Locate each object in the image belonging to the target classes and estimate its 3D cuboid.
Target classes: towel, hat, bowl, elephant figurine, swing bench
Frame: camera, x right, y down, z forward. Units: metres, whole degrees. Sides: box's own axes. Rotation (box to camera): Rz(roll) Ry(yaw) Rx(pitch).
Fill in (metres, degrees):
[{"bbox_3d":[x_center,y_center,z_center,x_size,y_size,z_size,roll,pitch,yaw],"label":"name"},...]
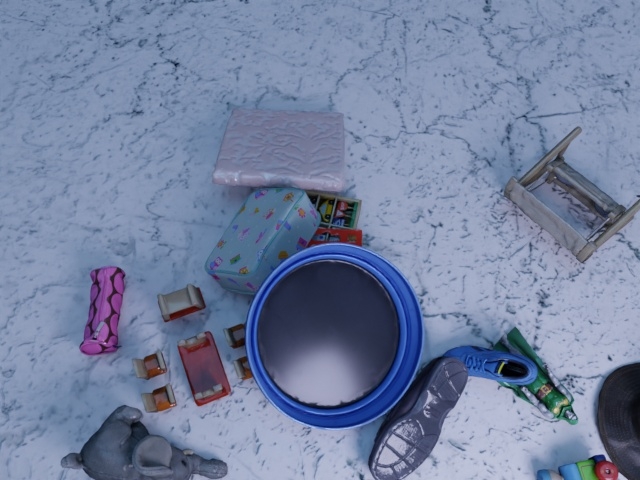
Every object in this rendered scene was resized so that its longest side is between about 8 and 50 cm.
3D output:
[{"bbox_3d":[-0.100,-0.246,1.526,0.332,0.053,0.317,3,45,1],"label":"towel"},{"bbox_3d":[0.761,0.384,1.173,0.331,0.134,0.331,0,62,0],"label":"hat"},{"bbox_3d":[0.029,0.201,1.221,0.391,0.077,0.391,1,85,-16],"label":"bowl"},{"bbox_3d":[-0.337,0.446,1.126,0.239,0.169,0.186,29,63,18],"label":"elephant figurine"},{"bbox_3d":[0.633,-0.101,1.425,0.255,0.165,0.253,-37,68,-12],"label":"swing bench"}]

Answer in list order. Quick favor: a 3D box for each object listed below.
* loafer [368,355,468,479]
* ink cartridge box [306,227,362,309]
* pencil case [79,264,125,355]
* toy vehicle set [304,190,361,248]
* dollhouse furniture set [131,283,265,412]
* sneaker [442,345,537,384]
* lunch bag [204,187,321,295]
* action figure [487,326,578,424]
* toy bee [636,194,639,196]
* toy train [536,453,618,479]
[{"bbox_3d":[0.203,0.378,1.216,0.109,0.095,0.302,41,78,-10],"label":"loafer"},{"bbox_3d":[0.008,0.062,1.358,0.189,0.066,0.232,2,66,2],"label":"ink cartridge box"},{"bbox_3d":[-0.504,0.159,1.325,0.095,0.098,0.209,-5,61,-2],"label":"pencil case"},{"bbox_3d":[0.000,0.000,1.442,0.166,0.035,0.266,10,62,6],"label":"toy vehicle set"},{"bbox_3d":[-0.280,0.238,1.286,0.262,0.135,0.259,-19,74,-9],"label":"dollhouse furniture set"},{"bbox_3d":[0.360,0.267,1.234,0.209,0.082,0.069,4,80,31],"label":"sneaker"},{"bbox_3d":[-0.139,-0.003,1.365,0.224,0.108,0.279,0,50,44],"label":"lunch bag"},{"bbox_3d":[0.472,0.311,1.253,0.137,0.063,0.232,-40,65,-8],"label":"action figure"},{"bbox_3d":[0.959,-0.027,1.401,0.195,0.298,0.162,7,88,-34],"label":"toy bee"},{"bbox_3d":[0.527,0.557,1.104,0.143,0.105,0.248,-12,62,6],"label":"toy train"}]
